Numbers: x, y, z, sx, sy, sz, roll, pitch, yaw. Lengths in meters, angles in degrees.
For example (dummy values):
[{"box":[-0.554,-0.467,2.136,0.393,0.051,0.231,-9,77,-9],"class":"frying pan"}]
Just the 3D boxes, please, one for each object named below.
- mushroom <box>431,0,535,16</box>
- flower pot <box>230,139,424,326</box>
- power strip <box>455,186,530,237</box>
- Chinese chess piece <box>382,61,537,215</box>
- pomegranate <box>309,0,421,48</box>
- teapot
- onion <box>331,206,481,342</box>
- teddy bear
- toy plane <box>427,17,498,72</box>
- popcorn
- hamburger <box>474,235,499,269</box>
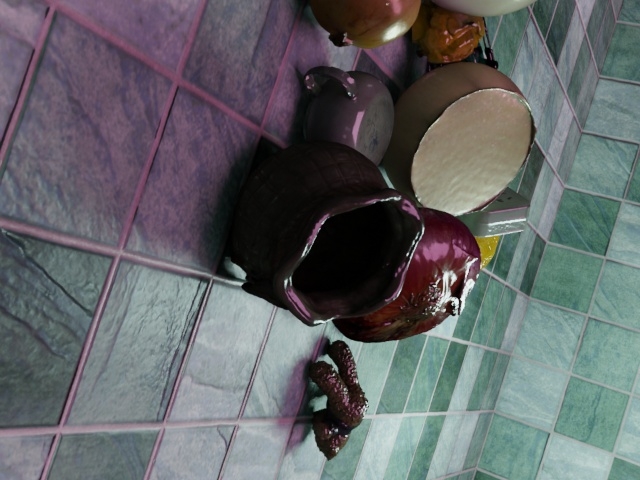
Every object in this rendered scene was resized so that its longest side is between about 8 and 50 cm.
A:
[{"box":[0.295,-0.585,1.630,0.356,0.315,0.315,54,48,-15],"class":"mushroom"},{"box":[0.000,0.000,1.399,0.301,0.213,0.302,-20,132,-25],"class":"flower pot"},{"box":[0.352,-0.069,2.142,0.261,0.229,0.141,-8,119,-25],"class":"power strip"},{"box":[0.295,-0.213,1.854,0.338,0.140,0.338,-15,130,-19],"class":"Chinese chess piece"},{"box":[0.071,-0.404,1.394,0.191,0.191,0.191,-42,141,-47],"class":"pomegranate"},{"box":[0.045,-0.207,1.536,0.193,0.129,0.294,-62,151,-22],"class":"teapot"},{"box":[0.152,0.047,1.782,0.347,0.285,0.348,-17,146,-12],"class":"onion"},{"box":[0.041,0.357,1.864,0.182,0.129,0.251,-33,133,-51],"class":"teddy bear"},{"box":[0.328,-0.423,1.952,0.106,0.155,0.382,-30,114,-55],"class":"toy plane"},{"box":[0.266,-0.444,1.819,0.167,0.152,0.148,-2,75,-31],"class":"popcorn"},{"box":[0.374,0.015,2.322,0.283,0.144,0.157,-5,117,-58],"class":"hamburger"}]
